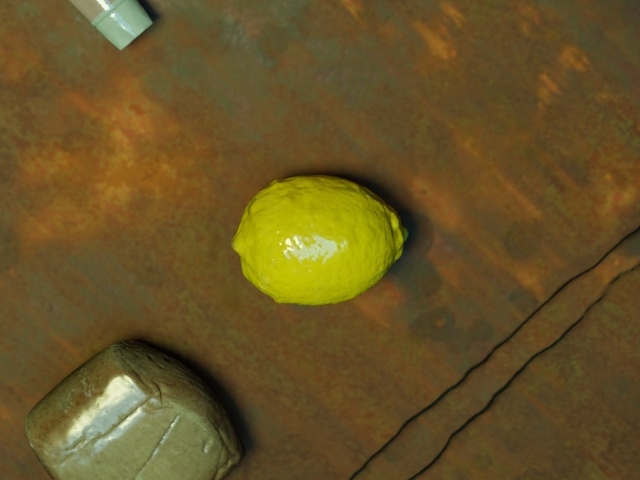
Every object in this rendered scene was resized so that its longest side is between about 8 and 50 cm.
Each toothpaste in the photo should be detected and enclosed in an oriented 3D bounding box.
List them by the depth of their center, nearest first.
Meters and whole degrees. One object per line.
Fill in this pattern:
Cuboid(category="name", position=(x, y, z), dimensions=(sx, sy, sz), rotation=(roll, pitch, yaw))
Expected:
Cuboid(category="toothpaste", position=(-0.215, -0.239, 1.263), dimensions=(0.067, 0.043, 0.194), rotation=(-38, 101, 12))

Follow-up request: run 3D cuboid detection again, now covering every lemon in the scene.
Cuboid(category="lemon", position=(0.000, 0.000, 1.319), dimensions=(0.155, 0.114, 0.114), rotation=(1, 109, -16))

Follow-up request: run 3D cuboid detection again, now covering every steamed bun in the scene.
Cuboid(category="steamed bun", position=(-0.161, 0.167, 1.375), dimensions=(0.145, 0.106, 0.175), rotation=(-43, 120, 5))
